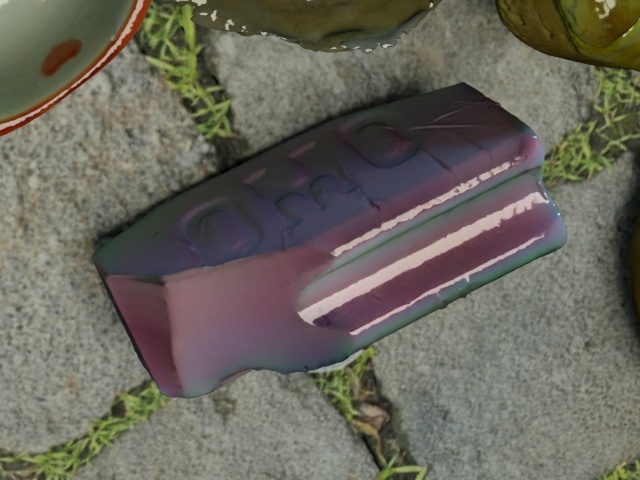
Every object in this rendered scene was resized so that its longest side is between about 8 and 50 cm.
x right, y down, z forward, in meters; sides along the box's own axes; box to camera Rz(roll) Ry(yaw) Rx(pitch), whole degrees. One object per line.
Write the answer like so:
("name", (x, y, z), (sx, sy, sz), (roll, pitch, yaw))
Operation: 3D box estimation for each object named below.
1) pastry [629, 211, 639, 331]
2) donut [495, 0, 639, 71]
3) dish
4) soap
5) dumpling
("pastry", (0.438, 0.012, 1.525), (0.356, 0.164, 0.356), (-9, 117, -17))
("donut", (0.232, -0.231, 1.305), (0.261, 0.128, 0.208), (10, 90, -54))
("dish", (-0.247, -0.203, 1.164), (0.256, 0.117, 0.256), (-8, 115, -19))
("soap", (0.000, 0.000, 1.315), (0.324, 0.193, 0.109), (-27, 118, -9))
("dumpling", (0.011, -0.210, 1.290), (0.332, 0.086, 0.166), (-21, 86, -13))
